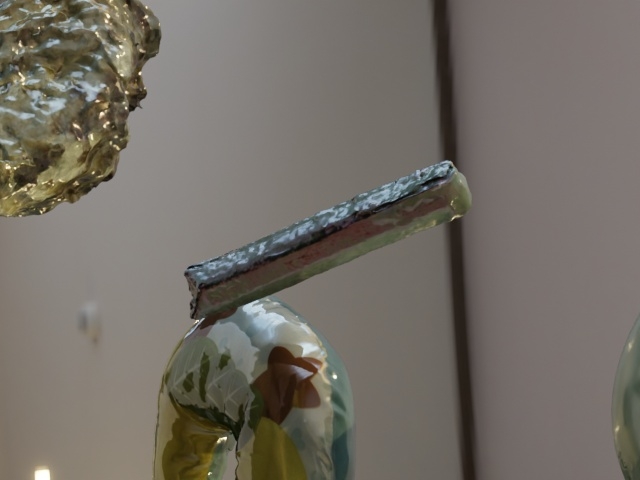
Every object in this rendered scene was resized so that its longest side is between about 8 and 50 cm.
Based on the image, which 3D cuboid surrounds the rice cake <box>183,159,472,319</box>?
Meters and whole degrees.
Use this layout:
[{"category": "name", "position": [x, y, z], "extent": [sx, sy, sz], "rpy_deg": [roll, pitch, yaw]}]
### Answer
[{"category": "rice cake", "position": [0.000, 0.001, 0.985], "extent": [0.033, 0.208, 0.033], "rpy_deg": [56, 22, -29]}]

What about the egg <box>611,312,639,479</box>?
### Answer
[{"category": "egg", "position": [0.352, 0.095, 0.976], "extent": [0.389, 0.276, 0.276], "rpy_deg": [-33, -118, 56]}]

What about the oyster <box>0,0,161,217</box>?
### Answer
[{"category": "oyster", "position": [-0.157, -0.075, 0.864], "extent": [0.064, 0.125, 0.177], "rpy_deg": [-1, -121, 54]}]

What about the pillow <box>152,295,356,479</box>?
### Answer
[{"category": "pillow", "position": [-0.050, 0.146, 1.073], "extent": [0.233, 0.086, 0.214], "rpy_deg": [42, -61, 53]}]
